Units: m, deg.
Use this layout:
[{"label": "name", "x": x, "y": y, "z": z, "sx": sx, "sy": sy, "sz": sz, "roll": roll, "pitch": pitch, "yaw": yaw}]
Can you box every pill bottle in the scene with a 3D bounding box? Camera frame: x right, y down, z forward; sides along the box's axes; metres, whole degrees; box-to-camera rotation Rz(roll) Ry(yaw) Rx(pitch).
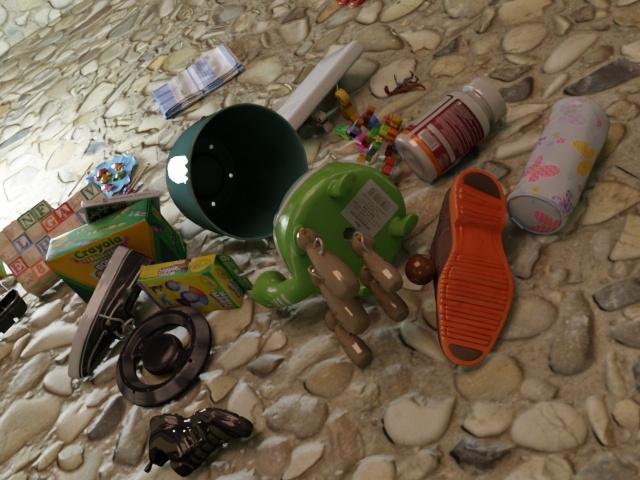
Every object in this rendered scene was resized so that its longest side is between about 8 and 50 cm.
[{"label": "pill bottle", "x": 0.273, "y": -0.234, "z": 1.694, "sx": 0.221, "sy": 0.121, "sz": 0.121, "roll": -39, "pitch": 40, "yaw": -7}]

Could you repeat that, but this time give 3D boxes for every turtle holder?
[{"label": "turtle holder", "x": 0.019, "y": -0.002, "z": 1.580, "sx": 0.227, "sy": 0.243, "sz": 0.320, "roll": -144, "pitch": 66, "yaw": -64}]

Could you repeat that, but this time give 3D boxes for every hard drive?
[{"label": "hard drive", "x": -0.032, "y": -0.363, "z": 2.037, "sx": 0.307, "sy": 0.040, "sz": 0.203, "roll": -52, "pitch": 18, "yaw": -21}]

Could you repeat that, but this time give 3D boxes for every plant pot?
[{"label": "plant pot", "x": -0.211, "y": -0.148, "z": 1.821, "sx": 0.293, "sy": 0.293, "sz": 0.235, "roll": -52, "pitch": 27, "yaw": -21}]

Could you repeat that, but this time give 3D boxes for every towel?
[{"label": "towel", "x": -0.375, "y": -0.488, "z": 2.457, "sx": 0.285, "sy": 0.034, "sz": 0.209, "roll": -34, "pitch": 39, "yaw": 0}]

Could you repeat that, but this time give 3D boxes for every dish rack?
[{"label": "dish rack", "x": -0.885, "y": 0.176, "z": 2.078, "sx": 0.271, "sy": 0.074, "sz": 0.208, "roll": 29, "pitch": 68, "yaw": 38}]

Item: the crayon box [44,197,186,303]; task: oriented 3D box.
[{"label": "crayon box", "x": -0.475, "y": 0.028, "z": 1.895, "sx": 0.278, "sy": 0.165, "sz": 0.081, "roll": -22, "pitch": 41, "yaw": 14}]

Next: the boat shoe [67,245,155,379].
[{"label": "boat shoe", "x": -0.454, "y": 0.168, "z": 1.785, "sx": 0.105, "sy": 0.113, "sz": 0.306, "roll": 21, "pitch": 72, "yaw": 2}]

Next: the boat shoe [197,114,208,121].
[{"label": "boat shoe", "x": -0.338, "y": -0.262, "z": 2.177, "sx": 0.066, "sy": 0.063, "sz": 0.184, "roll": 9, "pitch": 55, "yaw": 39}]

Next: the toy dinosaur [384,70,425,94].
[{"label": "toy dinosaur", "x": 0.195, "y": -0.372, "z": 1.953, "sx": 0.082, "sy": 0.047, "sz": 0.090, "roll": -43, "pitch": 47, "yaw": 18}]

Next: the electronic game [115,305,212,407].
[{"label": "electronic game", "x": -0.324, "y": 0.235, "z": 1.675, "sx": 0.229, "sy": 0.048, "sz": 0.229, "roll": -16, "pitch": 49, "yaw": 20}]

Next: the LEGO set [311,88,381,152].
[{"label": "LEGO set", "x": 0.061, "y": -0.299, "z": 1.924, "sx": 0.087, "sy": 0.093, "sz": 0.227, "roll": -43, "pitch": 40, "yaw": -12}]

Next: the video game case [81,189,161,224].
[{"label": "video game case", "x": -0.465, "y": -0.055, "z": 1.922, "sx": 0.173, "sy": 0.190, "sz": 0.022, "roll": -10, "pitch": 67, "yaw": -13}]

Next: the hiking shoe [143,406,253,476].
[{"label": "hiking shoe", "x": -0.217, "y": 0.369, "z": 1.459, "sx": 0.226, "sy": 0.086, "sz": 0.114, "roll": -13, "pitch": 57, "yaw": 31}]

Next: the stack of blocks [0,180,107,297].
[{"label": "stack of blocks", "x": -0.661, "y": -0.019, "z": 2.066, "sx": 0.297, "sy": 0.087, "sz": 0.171, "roll": -39, "pitch": 76, "yaw": -7}]

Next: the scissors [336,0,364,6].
[{"label": "scissors", "x": 0.145, "y": -0.794, "z": 2.433, "sx": 0.109, "sy": 0.021, "sz": 0.297, "roll": 6, "pitch": 52, "yaw": 41}]

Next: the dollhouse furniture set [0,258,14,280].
[{"label": "dollhouse furniture set", "x": -0.851, "y": 0.070, "z": 2.163, "sx": 0.151, "sy": 0.076, "sz": 0.058, "roll": -14, "pitch": 7, "yaw": 24}]

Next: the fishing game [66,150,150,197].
[{"label": "fishing game", "x": -0.601, "y": -0.183, "z": 2.295, "sx": 0.264, "sy": 0.041, "sz": 0.189, "roll": 9, "pitch": 58, "yaw": 39}]

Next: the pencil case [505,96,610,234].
[{"label": "pencil case", "x": 0.436, "y": -0.141, "z": 1.498, "sx": 0.124, "sy": 0.113, "sz": 0.273, "roll": -6, "pitch": 45, "yaw": 49}]

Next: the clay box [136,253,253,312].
[{"label": "clay box", "x": -0.260, "y": 0.096, "z": 1.712, "sx": 0.222, "sy": 0.127, "sz": 0.053, "roll": -9, "pitch": 46, "yaw": 28}]

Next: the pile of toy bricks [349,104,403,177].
[{"label": "pile of toy bricks", "x": 0.128, "y": -0.225, "z": 1.762, "sx": 0.105, "sy": 0.118, "sz": 0.212, "roll": 122, "pitch": 170, "yaw": -54}]

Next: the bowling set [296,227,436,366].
[{"label": "bowling set", "x": 0.085, "y": 0.067, "z": 1.416, "sx": 0.200, "sy": 0.287, "sz": 0.154, "roll": -28, "pitch": 53, "yaw": -15}]

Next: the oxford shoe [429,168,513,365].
[{"label": "oxford shoe", "x": 0.256, "y": 0.058, "z": 1.437, "sx": 0.130, "sy": 0.133, "sz": 0.364, "roll": 17, "pitch": 62, "yaw": -9}]

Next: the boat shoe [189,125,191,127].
[{"label": "boat shoe", "x": -0.376, "y": -0.282, "z": 2.248, "sx": 0.035, "sy": 0.035, "sz": 0.100, "roll": 14, "pitch": 65, "yaw": 39}]
